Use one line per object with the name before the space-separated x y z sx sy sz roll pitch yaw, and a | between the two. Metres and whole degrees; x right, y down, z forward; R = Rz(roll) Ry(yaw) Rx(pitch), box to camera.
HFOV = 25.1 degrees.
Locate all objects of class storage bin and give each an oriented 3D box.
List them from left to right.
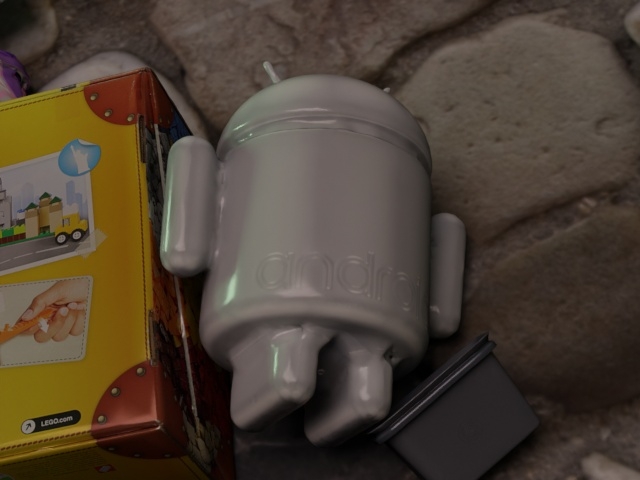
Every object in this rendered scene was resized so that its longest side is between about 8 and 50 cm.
storage bin | 0.117 0.158 1.239 0.135 0.098 0.091 -39 86 -8

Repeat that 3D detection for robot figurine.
robot figurine | 0.000 0.000 1.282 0.300 0.200 0.353 17 60 -26

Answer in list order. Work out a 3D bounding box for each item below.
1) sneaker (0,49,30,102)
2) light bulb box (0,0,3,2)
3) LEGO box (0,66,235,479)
sneaker | -0.349 -0.153 1.544 0.236 0.095 0.104 34 67 30
light bulb box | -0.574 -0.354 1.538 0.361 0.358 0.225 -32 40 -3
LEGO box | -0.355 0.088 1.344 0.500 0.193 0.372 -12 58 9
